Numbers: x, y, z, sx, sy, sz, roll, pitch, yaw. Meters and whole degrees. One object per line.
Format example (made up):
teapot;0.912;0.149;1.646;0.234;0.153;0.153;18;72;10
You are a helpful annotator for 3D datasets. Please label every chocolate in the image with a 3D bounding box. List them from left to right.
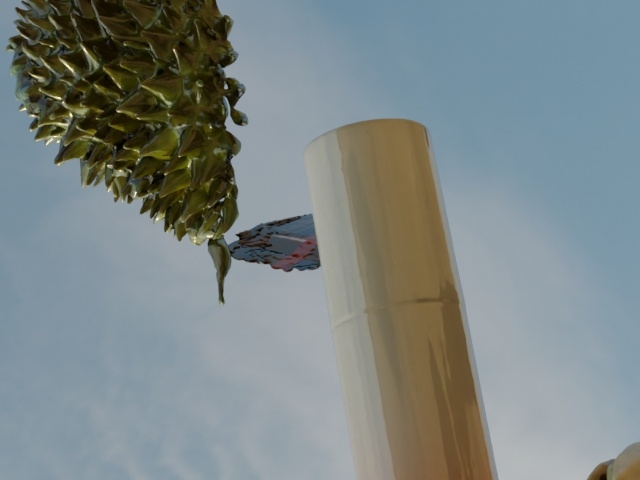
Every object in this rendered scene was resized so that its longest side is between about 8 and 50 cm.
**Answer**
chocolate;0.000;0.000;1.119;0.182;0.086;0.028;-18;-64;-62

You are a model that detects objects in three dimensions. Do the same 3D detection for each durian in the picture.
durian;-0.097;-0.082;0.681;0.095;0.137;0.220;-16;-134;-18

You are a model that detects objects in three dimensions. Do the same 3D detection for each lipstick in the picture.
lipstick;0.056;0.090;0.890;0.087;0.087;0.326;3;-111;-35

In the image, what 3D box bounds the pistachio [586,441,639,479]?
pistachio;0.330;0.257;1.344;0.200;0.117;0.145;17;-137;-52
